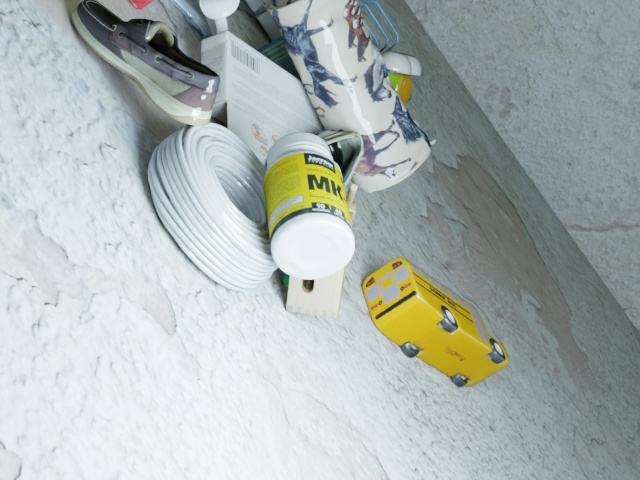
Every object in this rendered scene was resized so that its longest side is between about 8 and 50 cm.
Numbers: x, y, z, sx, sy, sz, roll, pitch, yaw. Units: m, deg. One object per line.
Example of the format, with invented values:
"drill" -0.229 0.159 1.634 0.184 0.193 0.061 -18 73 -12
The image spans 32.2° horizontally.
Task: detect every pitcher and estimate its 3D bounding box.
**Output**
"pitcher" -0.216 -0.481 1.995 0.207 0.125 0.178 59 -23 26

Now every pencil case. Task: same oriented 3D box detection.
"pencil case" 0.057 -0.302 2.042 0.183 0.159 0.410 -42 113 -40

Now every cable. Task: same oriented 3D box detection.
"cable" -0.141 -0.052 1.626 0.257 0.089 0.257 59 21 7

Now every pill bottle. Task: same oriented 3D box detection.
"pill bottle" -0.021 -0.055 1.606 0.119 0.119 0.209 39 27 -37

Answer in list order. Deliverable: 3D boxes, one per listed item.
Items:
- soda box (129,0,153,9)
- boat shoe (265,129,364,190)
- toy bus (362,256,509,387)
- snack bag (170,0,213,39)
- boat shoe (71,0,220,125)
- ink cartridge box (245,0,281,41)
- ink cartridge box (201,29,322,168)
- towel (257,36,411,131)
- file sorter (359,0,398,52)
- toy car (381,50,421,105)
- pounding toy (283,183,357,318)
"soda box" -0.226 -0.496 1.840 0.092 0.263 0.083 49 23 -28
"boat shoe" -0.015 -0.109 1.888 0.113 0.103 0.302 60 34 -22
"toy bus" 0.221 0.161 2.077 0.332 0.108 0.130 33 29 -44
"snack bag" -0.299 -0.567 2.110 0.323 0.037 0.343 45 24 -28
"boat shoe" -0.250 -0.278 1.623 0.285 0.092 0.102 43 22 24
"ink cartridge box" -0.108 -0.540 2.368 0.218 0.092 0.159 56 18 -27
"ink cartridge box" -0.097 -0.191 1.960 0.296 0.066 0.261 27 55 -51
"towel" 0.027 -0.327 2.279 0.271 0.040 0.370 53 42 -4
"file sorter" 0.060 -0.412 2.262 0.170 0.104 0.118 -28 84 -49
"toy car" 0.113 -0.306 2.221 0.136 0.159 0.182 21 13 17
"pounding toy" 0.002 -0.011 1.753 0.094 0.181 0.206 8 27 3
